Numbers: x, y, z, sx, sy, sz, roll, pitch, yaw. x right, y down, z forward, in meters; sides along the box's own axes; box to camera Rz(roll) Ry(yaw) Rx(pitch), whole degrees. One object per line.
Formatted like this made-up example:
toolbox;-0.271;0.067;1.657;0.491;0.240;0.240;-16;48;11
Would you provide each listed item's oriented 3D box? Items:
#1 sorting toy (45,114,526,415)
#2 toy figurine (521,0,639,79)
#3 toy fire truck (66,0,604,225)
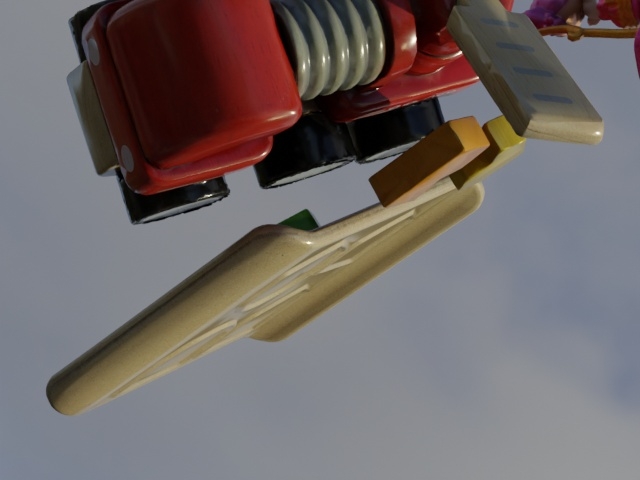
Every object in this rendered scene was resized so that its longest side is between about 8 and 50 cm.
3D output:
sorting toy;0.000;0.000;1.156;0.307;0.229;0.041;-35;-101;33
toy figurine;0.181;-0.148;1.280;0.159;0.173;0.130;0;-50;23
toy fire truck;0.013;-0.086;0.997;0.246;0.217;0.158;-24;-98;63
